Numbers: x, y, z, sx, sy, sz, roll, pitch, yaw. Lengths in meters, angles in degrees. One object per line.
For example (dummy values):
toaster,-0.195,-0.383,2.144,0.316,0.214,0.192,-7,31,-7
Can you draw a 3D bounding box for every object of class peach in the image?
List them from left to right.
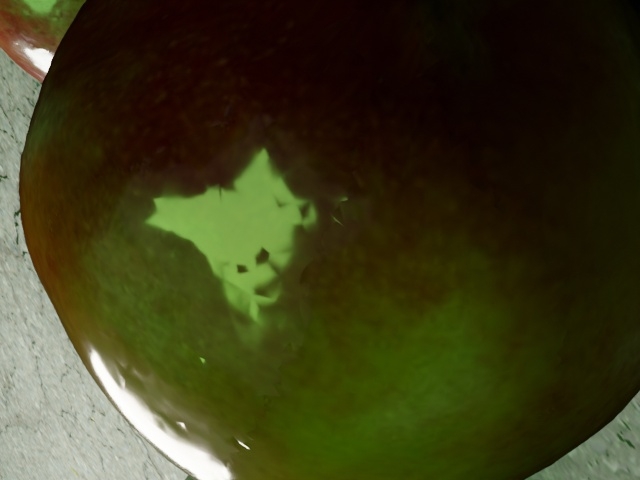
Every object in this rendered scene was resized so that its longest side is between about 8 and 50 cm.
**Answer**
peach,0.019,-0.023,0.889,0.308,0.307,0.332,54,155,12

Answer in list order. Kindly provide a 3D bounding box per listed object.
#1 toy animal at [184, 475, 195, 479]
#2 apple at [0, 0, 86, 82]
toy animal,-0.034,0.257,1.439,0.325,0.154,0.209,102,147,-75
apple,-0.103,-0.177,1.053,0.164,0.209,0.209,32,146,22
